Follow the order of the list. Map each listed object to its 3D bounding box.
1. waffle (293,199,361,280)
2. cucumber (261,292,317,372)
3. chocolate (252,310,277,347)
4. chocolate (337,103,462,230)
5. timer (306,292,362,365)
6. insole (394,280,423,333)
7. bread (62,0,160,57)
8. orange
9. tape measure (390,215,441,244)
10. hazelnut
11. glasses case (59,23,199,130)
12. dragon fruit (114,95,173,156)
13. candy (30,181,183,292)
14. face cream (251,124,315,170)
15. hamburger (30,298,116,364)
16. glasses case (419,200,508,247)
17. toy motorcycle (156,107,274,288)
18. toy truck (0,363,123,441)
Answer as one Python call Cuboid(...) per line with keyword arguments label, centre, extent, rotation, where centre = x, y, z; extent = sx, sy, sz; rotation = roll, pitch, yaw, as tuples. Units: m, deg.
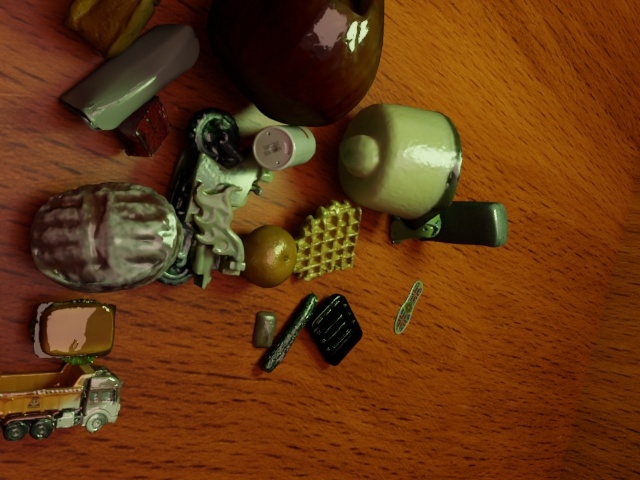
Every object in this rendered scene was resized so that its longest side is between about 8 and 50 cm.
Cuboid(label="waffle", centre=(0.000, 0.000, 1.632), extent=(0.219, 0.057, 0.229), rotation=(-17, 131, -30))
Cuboid(label="cucumber", centre=(-0.078, 0.249, 1.656), extent=(0.257, 0.044, 0.043), rotation=(-56, 171, -21))
Cuboid(label="chocolate", centre=(-0.144, 0.239, 1.609), extent=(0.064, 0.031, 0.101), rotation=(13, 90, -37))
Cuboid(label="chocolate", centre=(0.182, -0.219, 1.663), extent=(0.297, 0.326, 0.314), rotation=(5, 70, -19))
Cuboid(label="timer", centre=(0.040, 0.255, 1.757), extent=(0.144, 0.055, 0.187), rotation=(-43, 126, -25))
Cuboid(label="insole", centre=(0.289, 0.219, 1.993), extent=(0.065, 0.006, 0.193), rotation=(42, 70, -37))
Cuboid(label="bread", centre=(-0.380, -0.485, 1.168), extent=(0.142, 0.195, 0.270), rotation=(29, 110, -30))
Cuboid(label="orange", centre=(-0.136, 0.039, 1.513), extent=(0.159, 0.136, 0.159), rotation=(-16, 110, -51))
Cuboid(label="tape measure", centre=(0.288, -0.071, 1.846), extent=(0.087, 0.177, 0.154), rotation=(-4, 88, -43))
Cuboid(label="hazelnut", centre=(-0.041, -0.435, 1.328), extent=(0.402, 0.429, 0.402), rotation=(-4, 102, -20))
Cuboid(label="glasses case", centre=(-0.391, -0.338, 1.258), extent=(0.308, 0.128, 0.083), rotation=(-48, 149, -25))
Cuboid(label="dragon fruit", centre=(-0.390, -0.236, 1.294), extent=(0.147, 0.096, 0.102), rotation=(-74, 151, -47))
Cuboid(label="candy", centre=(-0.421, -0.007, 1.202), extent=(0.289, 0.157, 0.214), rotation=(-8, 80, -12))
Cuboid(label="face cream", centre=(-0.073, -0.225, 1.443), extent=(0.345, 0.101, 0.102), rotation=(-54, 143, -77))
Cuboid(label="hamburger", centre=(-0.508, 0.186, 1.246), extent=(0.166, 0.087, 0.137), rotation=(7, 85, -41))
Cuboid(label="glasses case", centre=(0.420, -0.055, 1.852), extent=(0.074, 0.323, 0.131), rotation=(-14, 102, -36))
Cuboid(label="toy motorcycle", centre=(-0.245, -0.084, 1.388), extent=(0.237, 0.168, 0.410), rotation=(20, 89, -35))
Cuboid(label="toy truck", centre=(-0.545, 0.316, 1.227), extent=(0.270, 0.114, 0.135), rotation=(6, 97, -39))
